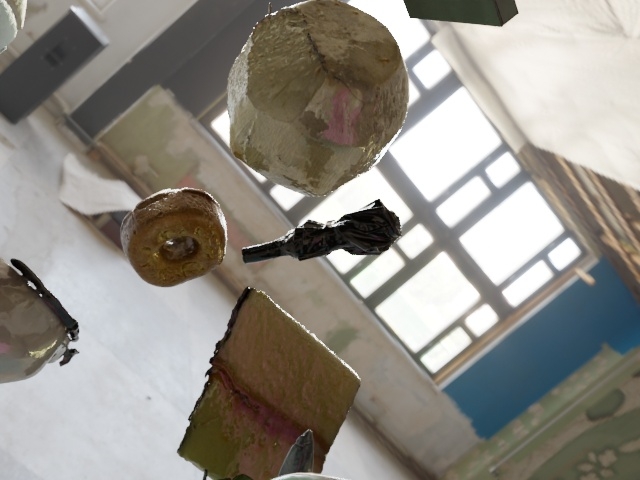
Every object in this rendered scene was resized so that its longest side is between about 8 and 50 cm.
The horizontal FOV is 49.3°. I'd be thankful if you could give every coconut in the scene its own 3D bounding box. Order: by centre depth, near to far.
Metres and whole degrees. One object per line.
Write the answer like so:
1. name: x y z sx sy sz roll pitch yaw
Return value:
1. coconut: -0.015 -0.258 1.356 0.346 0.346 0.360 51 -37 12

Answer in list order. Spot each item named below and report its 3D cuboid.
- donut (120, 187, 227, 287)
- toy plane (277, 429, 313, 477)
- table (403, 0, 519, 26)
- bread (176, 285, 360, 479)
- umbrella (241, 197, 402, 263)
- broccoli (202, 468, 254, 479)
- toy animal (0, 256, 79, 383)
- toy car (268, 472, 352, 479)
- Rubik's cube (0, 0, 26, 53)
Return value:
1. donut: -0.301 -0.005 1.452 0.226 0.226 0.114 44 14 -44
2. toy plane: -0.047 0.294 0.653 0.212 0.268 0.088 27 32 29
3. table: 0.239 -0.447 1.169 0.240 0.111 0.122 32 -23 53
4. bread: -0.121 0.294 1.275 0.405 0.346 0.242 38 -7 -28
5. umbrella: 0.000 0.000 1.441 0.118 0.339 0.118 -13 90 -81
6. broccoli: -0.153 0.478 1.016 0.283 0.321 0.304 -74 144 -56
7. toy animal: -0.409 0.141 0.687 0.183 0.310 0.247 51 -33 -8
8. toy car: -0.015 0.229 0.478 0.136 0.305 0.125 67 34 -45
9. Rubik's cube: -0.579 -0.359 0.795 0.351 0.352 0.347 43 -31 -5
